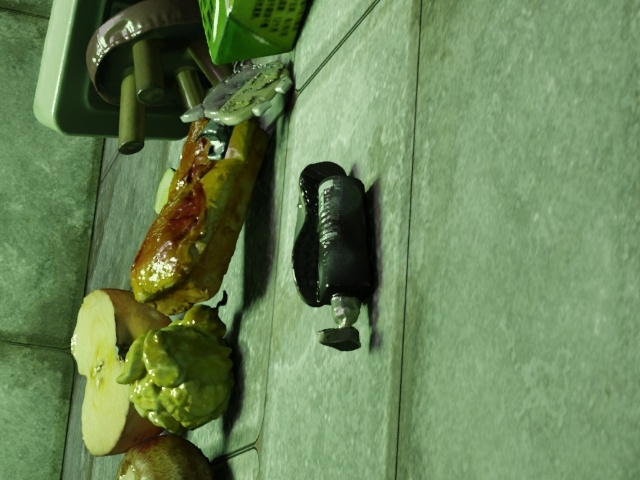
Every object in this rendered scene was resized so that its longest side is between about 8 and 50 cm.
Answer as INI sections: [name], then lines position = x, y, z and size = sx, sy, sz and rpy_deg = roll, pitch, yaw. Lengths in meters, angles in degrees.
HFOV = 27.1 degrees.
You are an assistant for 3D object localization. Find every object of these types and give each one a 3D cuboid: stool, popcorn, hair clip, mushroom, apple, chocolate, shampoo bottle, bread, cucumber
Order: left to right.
[apple]
position = -0.320, 0.228, 2.335
size = 0.251, 0.163, 0.293
rpy_deg = -39, 56, 51
[mushroom]
position = -0.237, 0.431, 1.967
size = 0.297, 0.163, 0.278
rpy_deg = 125, 159, -54
[stool]
position = -0.257, -0.277, 2.293
size = 0.272, 0.272, 0.178
rpy_deg = 122, 136, -52
[cucumber]
position = -0.296, -0.092, 2.654
size = 0.067, 0.035, 0.107
rpy_deg = 46, 126, 47
[popcorn]
position = -0.198, 0.191, 2.001
size = 0.195, 0.168, 0.174
rpy_deg = -42, -34, -50
[bread]
position = -0.172, -0.072, 2.016
size = 0.185, 0.109, 0.380
rpy_deg = -32, 34, 50
[hair clip]
position = -0.121, -0.204, 1.973
size = 0.146, 0.056, 0.187
rpy_deg = 11, 60, 45
[chocolate]
position = -0.094, -0.458, 1.957
size = 0.289, 0.137, 0.301
rpy_deg = 112, 152, -48
[shampoo bottle]
position = 0.023, 0.026, 1.493
size = 0.057, 0.063, 0.208
rpy_deg = 109, 163, -58

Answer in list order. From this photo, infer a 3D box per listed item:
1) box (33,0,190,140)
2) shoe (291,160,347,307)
[box]
position = -0.342, -0.369, 2.461
size = 0.090, 0.367, 0.373
rpy_deg = 22, 105, 37
[shoe]
position = 0.000, 0.002, 1.589
size = 0.077, 0.074, 0.194
rpy_deg = 104, 169, -58
